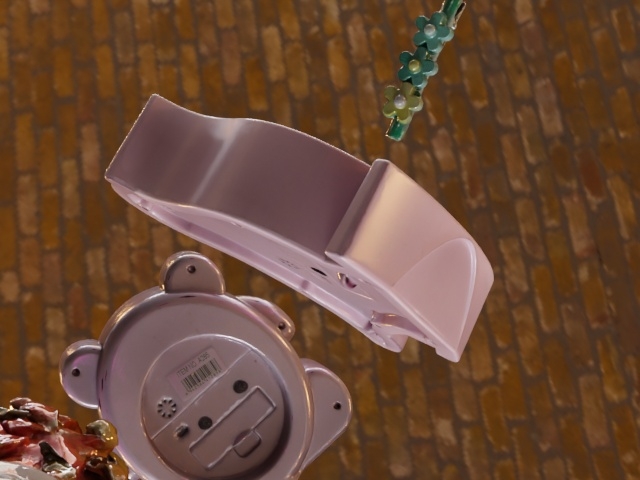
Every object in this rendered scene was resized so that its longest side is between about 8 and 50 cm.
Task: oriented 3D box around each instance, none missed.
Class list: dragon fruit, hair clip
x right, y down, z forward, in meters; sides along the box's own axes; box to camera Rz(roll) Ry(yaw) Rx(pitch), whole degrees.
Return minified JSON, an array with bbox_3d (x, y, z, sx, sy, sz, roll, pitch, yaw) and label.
[{"bbox_3d":[-0.303,0.304,1.374,0.296,0.314,0.263,25,-105,-1],"label":"dragon fruit"},{"bbox_3d":[0.106,-0.191,1.385,0.049,0.049,0.173,25,-90,34],"label":"hair clip"}]

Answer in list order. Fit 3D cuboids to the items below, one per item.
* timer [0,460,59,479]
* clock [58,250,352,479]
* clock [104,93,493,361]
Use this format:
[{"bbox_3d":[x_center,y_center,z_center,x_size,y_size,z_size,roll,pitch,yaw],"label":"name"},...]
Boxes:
[{"bbox_3d":[-0.261,0.257,0.815,0.262,0.237,0.087,-6,-155,-8],"label":"timer"},{"bbox_3d":[-0.149,0.197,1.652,0.295,0.322,0.113,-42,-165,-7],"label":"clock"},{"bbox_3d":[0.000,0.000,1.004,0.275,0.290,0.080,20,-103,35],"label":"clock"}]
